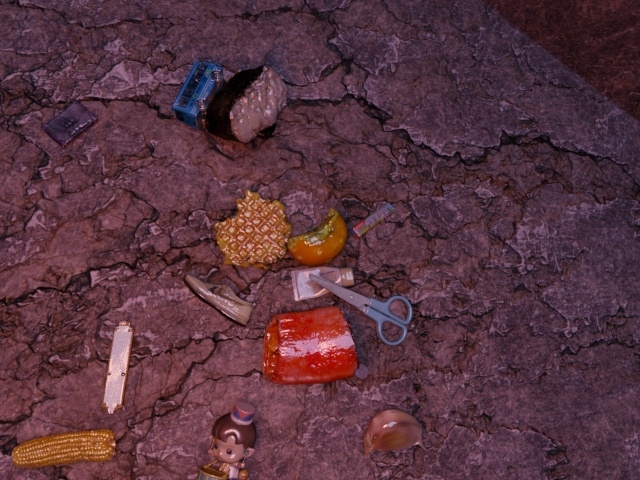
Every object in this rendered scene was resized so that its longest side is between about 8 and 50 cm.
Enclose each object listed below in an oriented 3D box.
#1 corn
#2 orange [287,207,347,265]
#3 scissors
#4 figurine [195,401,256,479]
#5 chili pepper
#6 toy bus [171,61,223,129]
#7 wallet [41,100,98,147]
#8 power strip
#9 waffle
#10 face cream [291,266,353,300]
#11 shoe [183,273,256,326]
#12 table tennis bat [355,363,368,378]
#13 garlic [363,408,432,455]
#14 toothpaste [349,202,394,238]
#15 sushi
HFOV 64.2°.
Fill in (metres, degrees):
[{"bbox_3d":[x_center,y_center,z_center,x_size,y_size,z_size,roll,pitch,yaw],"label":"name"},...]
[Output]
[{"bbox_3d":[-0.771,0.632,1.541,0.292,0.101,0.101,-4,75,-12],"label":"corn"},{"bbox_3d":[0.005,0.003,1.870,0.237,0.179,0.158,-37,91,-28],"label":"orange"},{"bbox_3d":[0.145,0.227,1.880,0.447,0.029,0.192,29,72,-17],"label":"scissors"},{"bbox_3d":[-0.288,0.651,1.620,0.161,0.158,0.275,4,70,29],"label":"figurine"},{"bbox_3d":[-0.041,0.356,1.737,0.306,0.229,0.251,-2,91,-16],"label":"chili pepper"},{"bbox_3d":[-0.463,-0.560,1.952,0.134,0.113,0.246,21,72,-1],"label":"toy bus"},{"bbox_3d":[-0.903,-0.420,1.843,0.111,0.030,0.166,40,67,4],"label":"wallet"},{"bbox_3d":[-0.656,0.403,1.661,0.064,0.044,0.305,7,74,-12],"label":"power strip"},{"bbox_3d":[-0.248,-0.035,1.884,0.282,0.058,0.300,18,69,-10],"label":"waffle"},{"bbox_3d":[0.008,0.152,1.899,0.224,0.070,0.114,-8,76,-7],"label":"face cream"},{"bbox_3d":[-0.352,0.192,1.772,0.275,0.103,0.098,36,68,-8],"label":"shoe"},{"bbox_3d":[0.143,0.465,1.865,0.050,0.007,0.083,-26,84,-19],"label":"table tennis bat"},{"bbox_3d":[0.289,0.671,1.802,0.267,0.148,0.128,7,36,-8],"label":"garlic"},{"bbox_3d":[0.206,-0.081,2.006,0.193,0.070,0.044,-36,87,-21],"label":"toothpaste"},{"bbox_3d":[-0.274,-0.499,1.930,0.348,0.208,0.234,-53,136,-29],"label":"sushi"}]
